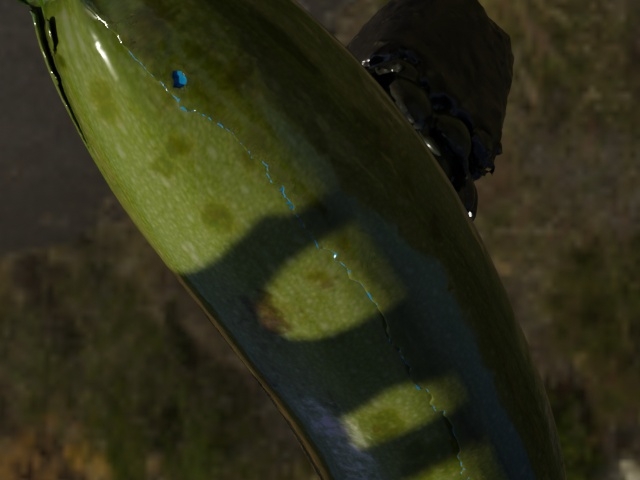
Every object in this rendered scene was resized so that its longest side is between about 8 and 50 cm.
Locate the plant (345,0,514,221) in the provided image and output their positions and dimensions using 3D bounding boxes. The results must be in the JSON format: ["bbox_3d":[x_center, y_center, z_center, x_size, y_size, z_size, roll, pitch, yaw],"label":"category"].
[{"bbox_3d":[0.033,-0.050,0.844,0.094,0.143,0.092,-23,115,36],"label":"plant"}]

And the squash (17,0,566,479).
[{"bbox_3d":[0.000,0.000,0.605,0.094,0.094,0.341,-4,131,38],"label":"squash"}]
